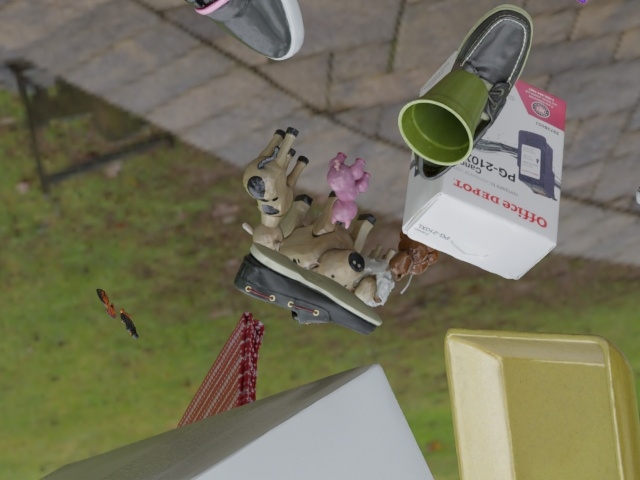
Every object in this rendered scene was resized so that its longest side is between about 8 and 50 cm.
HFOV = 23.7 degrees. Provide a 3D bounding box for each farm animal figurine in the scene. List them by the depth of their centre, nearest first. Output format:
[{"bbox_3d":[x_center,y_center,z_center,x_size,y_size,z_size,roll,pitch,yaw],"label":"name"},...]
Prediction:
[{"bbox_3d":[0.000,0.000,2.338,0.330,0.172,0.327,32,160,-10],"label":"farm animal figurine"}]

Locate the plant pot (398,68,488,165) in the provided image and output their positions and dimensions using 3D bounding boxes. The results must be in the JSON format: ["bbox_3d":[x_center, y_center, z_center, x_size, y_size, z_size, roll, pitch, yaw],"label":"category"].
[{"bbox_3d":[0.134,-0.134,1.570,0.083,0.079,0.083,21,141,18],"label":"plant pot"}]

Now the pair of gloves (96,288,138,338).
[{"bbox_3d":[-0.290,0.105,2.183,0.010,0.074,0.083,-39,122,3],"label":"pair of gloves"}]

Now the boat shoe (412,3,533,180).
[{"bbox_3d":[0.174,-0.160,1.725,0.080,0.073,0.223,25,119,-12],"label":"boat shoe"}]

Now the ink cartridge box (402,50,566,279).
[{"bbox_3d":[0.207,-0.094,1.912,0.172,0.237,0.100,22,143,-17],"label":"ink cartridge box"}]

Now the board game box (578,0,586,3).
[{"bbox_3d":[0.295,-0.418,1.992,0.194,0.045,0.146,25,115,-4],"label":"board game box"}]

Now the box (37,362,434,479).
[{"bbox_3d":[-0.082,0.236,0.941,0.168,0.215,0.345,-27,-178,-44],"label":"box"}]

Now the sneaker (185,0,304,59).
[{"bbox_3d":[-0.143,-0.241,1.310,0.105,0.147,0.295,-22,116,46],"label":"sneaker"}]

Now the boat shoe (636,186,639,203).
[{"bbox_3d":[0.561,-0.091,2.216,0.229,0.076,0.080,1,-166,45],"label":"boat shoe"}]

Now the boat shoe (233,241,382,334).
[{"bbox_3d":[-0.010,0.048,1.274,0.133,0.049,0.042,27,102,-21],"label":"boat shoe"}]

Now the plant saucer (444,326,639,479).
[{"bbox_3d":[0.289,0.268,1.864,0.081,0.332,0.333,-9,-177,-29],"label":"plant saucer"}]

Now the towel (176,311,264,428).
[{"bbox_3d":[-0.113,0.224,1.603,0.031,0.275,0.198,24,119,-15],"label":"towel"}]
